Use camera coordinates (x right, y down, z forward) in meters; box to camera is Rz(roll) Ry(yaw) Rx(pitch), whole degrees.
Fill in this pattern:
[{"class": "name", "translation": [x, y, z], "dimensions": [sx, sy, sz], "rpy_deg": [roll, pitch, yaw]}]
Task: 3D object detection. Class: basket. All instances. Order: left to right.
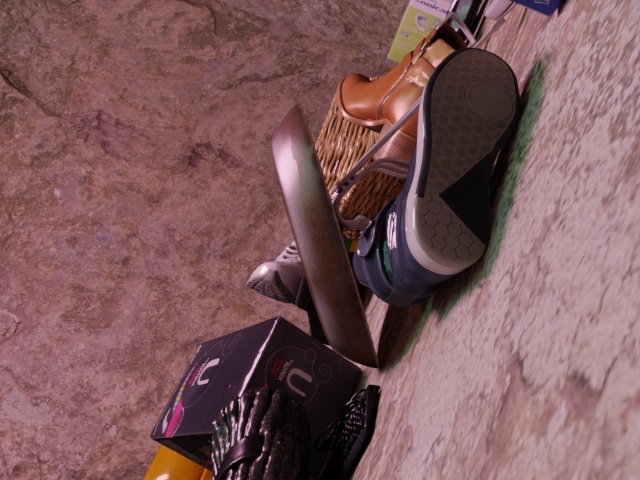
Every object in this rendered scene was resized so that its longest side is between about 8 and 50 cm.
[{"class": "basket", "translation": [0.124, -0.145, 1.460], "dimensions": [0.214, 0.223, 0.299], "rpy_deg": [10, 76, 56]}]

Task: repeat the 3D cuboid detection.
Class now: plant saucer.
[{"class": "plant saucer", "translation": [0.000, 0.000, 0.841], "dimensions": [0.310, 0.050, 0.310], "rpy_deg": [-16, -90, -90]}]

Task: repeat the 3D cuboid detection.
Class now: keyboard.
[{"class": "keyboard", "translation": [0.012, 0.231, 0.798], "dimensions": [0.100, 0.038, 0.192], "rpy_deg": [-69, 2, -59]}]

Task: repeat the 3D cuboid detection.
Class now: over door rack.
[{"class": "over door rack", "translation": [0.131, -0.146, 0.915], "dimensions": [0.324, 0.108, 0.239], "rpy_deg": [-57, 3, 2]}]

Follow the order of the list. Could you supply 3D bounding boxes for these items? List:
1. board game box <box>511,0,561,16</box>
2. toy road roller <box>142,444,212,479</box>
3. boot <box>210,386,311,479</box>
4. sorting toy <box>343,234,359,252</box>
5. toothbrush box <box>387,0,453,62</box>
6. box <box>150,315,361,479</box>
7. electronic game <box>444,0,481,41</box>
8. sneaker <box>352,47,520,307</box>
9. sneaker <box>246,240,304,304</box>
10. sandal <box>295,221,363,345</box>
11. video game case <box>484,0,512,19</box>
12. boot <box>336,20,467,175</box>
[{"class": "board game box", "translation": [0.125, -0.358, 0.728], "dimensions": [0.347, 0.234, 0.078], "rpy_deg": [-76, 9, -52]}, {"class": "toy road roller", "translation": [-0.168, 0.392, 1.256], "dimensions": [0.202, 0.241, 0.329], "rpy_deg": [-70, 1, -54]}, {"class": "boot", "translation": [-0.102, 0.347, 0.755], "dimensions": [0.347, 0.131, 0.260], "rpy_deg": [-58, 16, 12]}, {"class": "sorting toy", "translation": [0.079, -0.042, 1.702], "dimensions": [0.257, 0.090, 0.255], "rpy_deg": [93, -162, -86]}, {"class": "toothbrush box", "translation": [0.273, -0.568, 1.775], "dimensions": [0.283, 0.122, 0.206], "rpy_deg": [117, 174, -70]}, {"class": "box", "translation": [-0.096, 0.225, 1.012], "dimensions": [0.270, 0.143, 0.165], "rpy_deg": [-26, 33, 55]}, {"class": "electronic game", "translation": [0.238, -0.370, 1.261], "dimensions": [0.229, 0.048, 0.229], "rpy_deg": [-159, 90, -89]}, {"class": "sneaker", "translation": [0.097, -0.048, 0.656], "dimensions": [0.163, 0.086, 0.226], "rpy_deg": [118, 173, -62]}, {"class": "sneaker", "translation": [-0.056, 0.056, 1.428], "dimensions": [0.297, 0.111, 0.129], "rpy_deg": [25, -94, -79]}, {"class": "sandal", "translation": [0.039, 0.089, 1.393], "dimensions": [0.445, 0.107, 0.167], "rpy_deg": [76, -148, -69]}, {"class": "video game case", "translation": [0.259, -0.373, 0.904], "dimensions": [0.190, 0.022, 0.173], "rpy_deg": [-65, -4, -87]}, {"class": "boot", "translation": [0.131, -0.261, 1.202], "dimensions": [0.220, 0.109, 0.283], "rpy_deg": [-60, 26, 29]}]
